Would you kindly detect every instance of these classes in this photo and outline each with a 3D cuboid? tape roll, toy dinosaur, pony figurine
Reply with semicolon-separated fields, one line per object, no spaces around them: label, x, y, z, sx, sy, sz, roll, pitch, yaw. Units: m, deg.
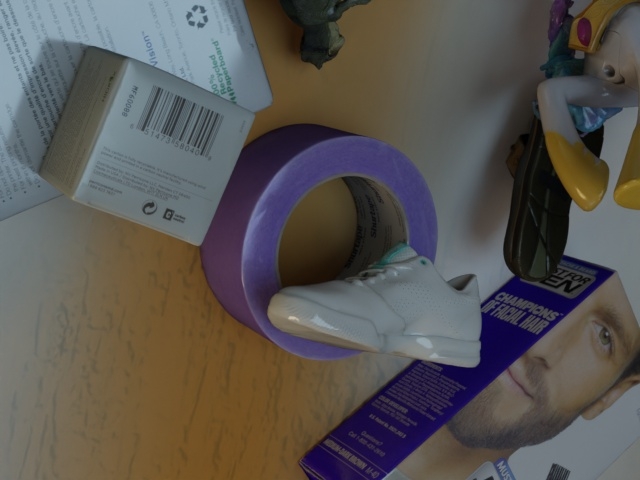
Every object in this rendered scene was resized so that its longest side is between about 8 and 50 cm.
tape roll;0.000;0.000;0.917;0.189;0.080;0.188;-8;106;-30
toy dinosaur;0.000;-0.231;0.807;0.118;0.064;0.268;-33;140;-1
pony figurine;0.327;-0.152;0.940;0.351;0.303;0.363;10;57;-22

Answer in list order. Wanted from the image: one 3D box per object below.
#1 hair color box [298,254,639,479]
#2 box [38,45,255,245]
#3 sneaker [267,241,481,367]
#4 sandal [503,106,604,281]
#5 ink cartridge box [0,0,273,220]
hair color box;0.168;0.185;1.052;0.339;0.110;0.185;-39;118;-19
box;-0.120;-0.065;0.743;0.101;0.087;0.102;21;94;-32
sneaker;0.048;0.044;0.875;0.212;0.080;0.094;14;83;-40
sandal;0.209;-0.060;1.034;0.090;0.060;0.219;32;66;-33
ink cartridge box;-0.225;-0.186;0.740;0.330;0.071;0.324;-25;115;-20
